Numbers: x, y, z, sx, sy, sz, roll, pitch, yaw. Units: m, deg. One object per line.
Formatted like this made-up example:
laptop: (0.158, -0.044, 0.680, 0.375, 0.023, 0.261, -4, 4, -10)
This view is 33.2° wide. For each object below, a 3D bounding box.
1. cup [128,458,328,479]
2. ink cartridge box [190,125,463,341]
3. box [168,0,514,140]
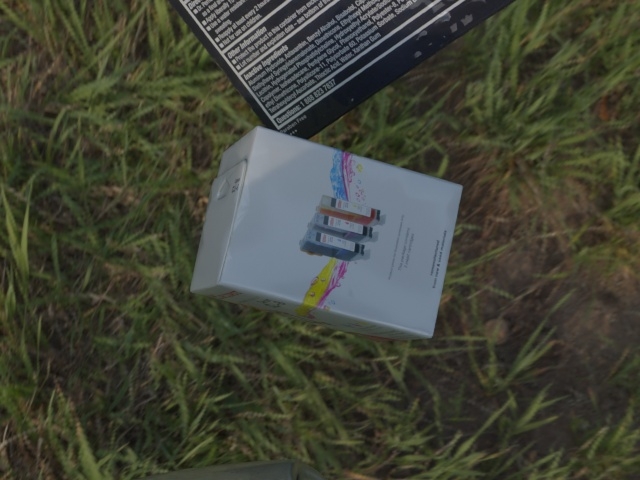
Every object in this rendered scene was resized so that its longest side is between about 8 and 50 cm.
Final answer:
cup: (-0.062, 0.258, 0.599, 0.237, 0.331, 0.331, -38, 87, 3)
ink cartridge box: (0.000, 0.000, 0.861, 0.176, 0.128, 0.127, 16, 80, -15)
box: (0.011, -0.295, 0.990, 0.294, 0.296, 0.182, 52, 34, -12)
